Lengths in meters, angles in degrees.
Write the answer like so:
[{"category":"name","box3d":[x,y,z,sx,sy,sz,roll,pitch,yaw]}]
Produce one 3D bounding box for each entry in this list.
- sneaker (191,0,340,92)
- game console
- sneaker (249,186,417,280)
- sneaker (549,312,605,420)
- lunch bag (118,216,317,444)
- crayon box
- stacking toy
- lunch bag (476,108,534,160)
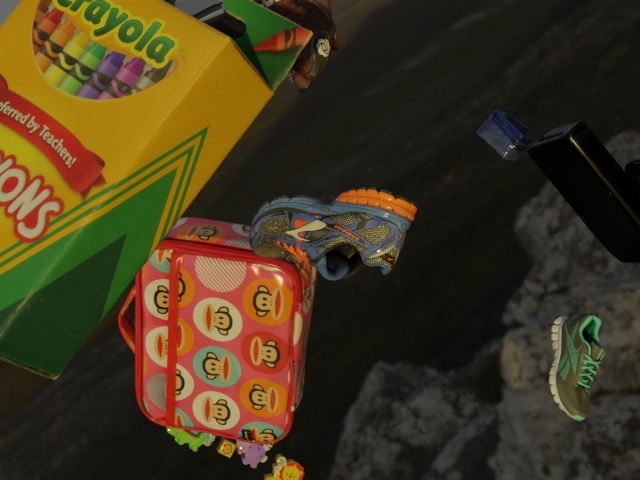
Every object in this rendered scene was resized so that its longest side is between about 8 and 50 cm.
[{"category":"sneaker","box3d":[-0.080,-0.288,1.431,0.281,0.162,0.106,-25,10,-26]},{"category":"game console","box3d":[0.392,-0.064,1.162,0.044,0.213,0.361,-42,5,-10]},{"category":"sneaker","box3d":[0.000,0.000,1.029,0.221,0.083,0.087,-8,64,45]},{"category":"sneaker","box3d":[0.378,0.177,1.393,0.076,0.065,0.166,-35,43,49]},{"category":"lunch bag","box3d":[-0.144,0.116,1.270,0.258,0.293,0.120,9,26,9]},{"category":"crayon box","box3d":[-0.180,-0.085,0.717,0.202,0.081,0.318,33,84,32]},{"category":"stacking toy","box3d":[-0.144,0.302,1.470,0.052,0.221,0.167,-63,17,-4]},{"category":"lunch bag","box3d":[0.353,-0.199,1.799,0.065,0.098,0.067,-52,-22,22]}]
